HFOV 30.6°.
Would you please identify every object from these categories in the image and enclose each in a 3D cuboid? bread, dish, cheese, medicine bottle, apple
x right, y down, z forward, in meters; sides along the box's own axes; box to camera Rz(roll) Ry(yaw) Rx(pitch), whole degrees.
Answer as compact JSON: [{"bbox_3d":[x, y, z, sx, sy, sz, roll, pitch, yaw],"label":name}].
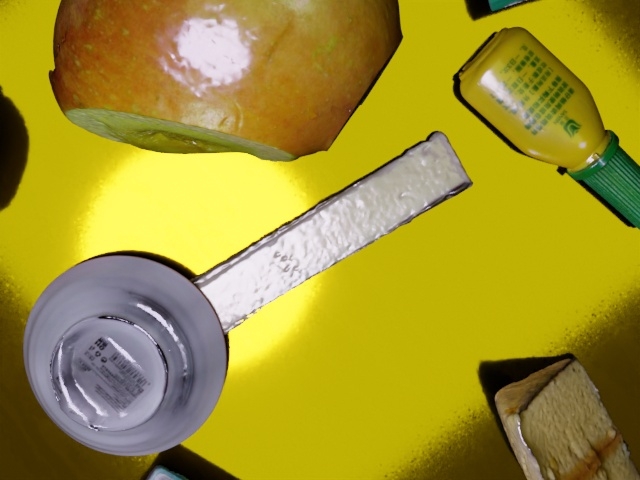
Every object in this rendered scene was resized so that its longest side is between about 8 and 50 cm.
[{"bbox_3d":[0.320,0.279,1.412,0.135,0.178,0.240,-28,94,4],"label":"bread"},{"bbox_3d":[-0.248,0.153,1.426,0.260,0.085,0.260,1,102,5],"label":"dish"},{"bbox_3d":[-0.001,-0.001,1.453,0.400,0.034,0.085,-32,91,3],"label":"cheese"},{"bbox_3d":[0.306,-0.125,1.417,0.309,0.076,0.111,42,97,-4],"label":"medicine bottle"},{"bbox_3d":[-0.099,-0.232,1.295,0.374,0.374,0.384,37,125,-4],"label":"apple"}]

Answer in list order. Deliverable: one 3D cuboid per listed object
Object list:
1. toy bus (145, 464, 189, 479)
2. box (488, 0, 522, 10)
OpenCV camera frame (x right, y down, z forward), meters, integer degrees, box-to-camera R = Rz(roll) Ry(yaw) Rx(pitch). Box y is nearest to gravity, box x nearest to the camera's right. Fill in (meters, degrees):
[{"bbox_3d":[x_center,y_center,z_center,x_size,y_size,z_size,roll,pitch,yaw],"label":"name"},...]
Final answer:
[{"bbox_3d":[-0.120,0.383,1.463,0.261,0.091,0.109,31,78,-5],"label":"toy bus"},{"bbox_3d":[0.274,-0.464,1.365,0.264,0.106,0.337,-16,96,1],"label":"box"}]
